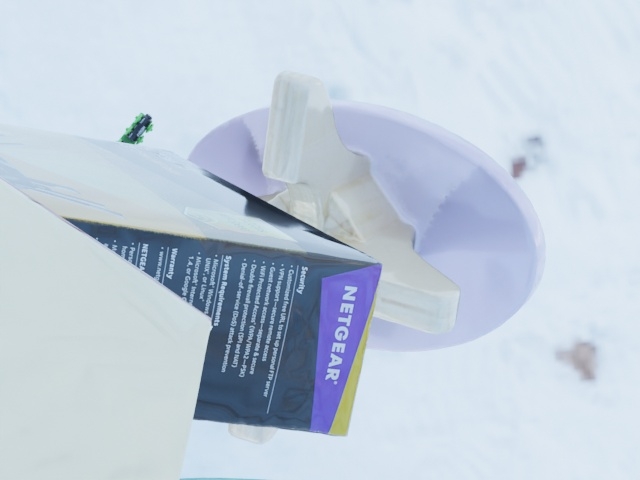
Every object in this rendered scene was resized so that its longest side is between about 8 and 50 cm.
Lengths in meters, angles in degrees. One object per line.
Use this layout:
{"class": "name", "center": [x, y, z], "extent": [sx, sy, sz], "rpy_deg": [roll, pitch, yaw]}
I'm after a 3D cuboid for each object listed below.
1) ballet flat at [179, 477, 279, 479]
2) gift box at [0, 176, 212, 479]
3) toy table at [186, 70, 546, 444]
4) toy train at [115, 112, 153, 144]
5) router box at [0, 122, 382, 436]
{"class": "ballet flat", "center": [-0.047, 0.105, 0.554], "extent": [0.072, 0.068, 0.213], "rpy_deg": [7, 170, -22]}
{"class": "gift box", "center": [-0.158, 0.097, 0.349], "extent": [0.276, 0.258, 0.255], "rpy_deg": [30, 117, -11]}
{"class": "toy table", "center": [0.000, 0.000, 1.288], "extent": [0.274, 0.161, 0.252], "rpy_deg": [3, 103, 23]}
{"class": "toy train", "center": [-0.161, -0.067, 1.480], "extent": [0.017, 0.024, 0.083], "rpy_deg": [40, 85, -15]}
{"class": "router box", "center": [-0.144, 0.000, 0.868], "extent": [0.243, 0.309, 0.081], "rpy_deg": [9, 98, -24]}
